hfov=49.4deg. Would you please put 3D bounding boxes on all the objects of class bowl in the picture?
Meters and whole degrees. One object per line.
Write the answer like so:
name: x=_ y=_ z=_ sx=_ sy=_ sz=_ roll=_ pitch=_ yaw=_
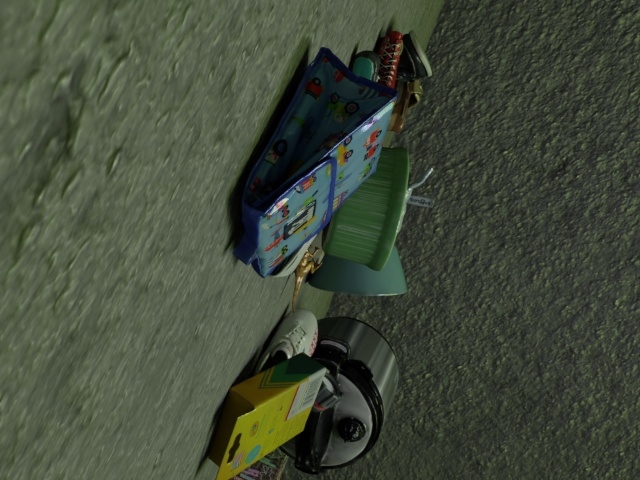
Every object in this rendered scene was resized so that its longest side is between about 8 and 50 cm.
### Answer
bowl: x=0.123 y=0.066 z=2.166 sx=0.311 sy=0.312 sz=0.163 roll=-30 pitch=125 yaw=-81

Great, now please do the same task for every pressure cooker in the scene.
pressure cooker: x=0.026 y=0.447 z=2.031 sx=0.376 sy=0.369 sz=0.420 roll=-30 pitch=-173 yaw=23

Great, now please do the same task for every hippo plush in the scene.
hippo plush: x=0.161 y=-0.076 z=2.051 sx=0.236 sy=0.294 sz=0.234 roll=-48 pitch=139 yaw=-51

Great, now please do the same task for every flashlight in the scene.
flashlight: x=-0.081 y=0.451 z=1.791 sx=0.304 sy=0.103 sz=0.103 roll=-42 pitch=-168 yaw=15

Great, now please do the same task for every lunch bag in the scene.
lunch bag: x=-0.034 y=-0.088 z=1.005 sx=0.293 sy=0.138 sz=0.221 roll=-53 pitch=170 yaw=-21

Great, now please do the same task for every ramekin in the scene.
ramekin: x=0.100 y=-0.088 z=1.664 sx=0.303 sy=0.148 sz=0.303 roll=-168 pitch=-90 yaw=-86

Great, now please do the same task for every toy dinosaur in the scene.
toy dinosaur: x=-0.048 y=0.074 z=1.706 sx=0.112 sy=0.064 sz=0.211 roll=7 pitch=94 yaw=-71

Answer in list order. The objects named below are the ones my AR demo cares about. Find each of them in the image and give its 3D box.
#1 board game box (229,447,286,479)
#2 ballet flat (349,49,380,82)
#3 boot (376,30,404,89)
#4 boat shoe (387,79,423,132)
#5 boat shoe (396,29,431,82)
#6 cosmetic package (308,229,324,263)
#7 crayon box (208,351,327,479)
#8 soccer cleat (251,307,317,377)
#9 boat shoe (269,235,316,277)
board game box: x=-0.184 y=0.700 z=2.226 sx=0.232 sy=0.141 sz=0.290 roll=-33 pitch=145 yaw=-80
ballet flat: x=0.080 y=-0.297 z=1.426 sx=0.074 sy=0.074 sz=0.203 roll=-61 pitch=168 yaw=-51
boot: x=0.142 y=-0.388 z=1.600 sx=0.244 sy=0.089 sz=0.176 roll=-75 pitch=-178 yaw=-63
boat shoe: x=0.239 y=-0.436 z=2.066 sx=0.122 sy=0.120 sz=0.324 roll=112 pitch=4 yaw=-60
boat shoe: x=0.218 y=-0.477 z=1.853 sx=0.340 sy=0.113 sz=0.127 roll=-79 pitch=144 yaw=-75
cosmetic package: x=0.000 y=0.000 z=1.880 sx=0.060 sy=0.041 sz=0.115 roll=-58 pitch=168 yaw=-58
crayon box: x=-0.132 y=0.394 z=1.568 sx=0.319 sy=0.081 sz=0.202 roll=-16 pitch=131 yaw=-55
soccer cleat: x=-0.079 y=0.282 z=1.792 sx=0.143 sy=0.116 sz=0.331 roll=110 pitch=6 yaw=-47
boat shoe: x=-0.035 y=-0.029 z=1.257 sx=0.076 sy=0.083 sz=0.226 roll=-48 pitch=160 yaw=-76
